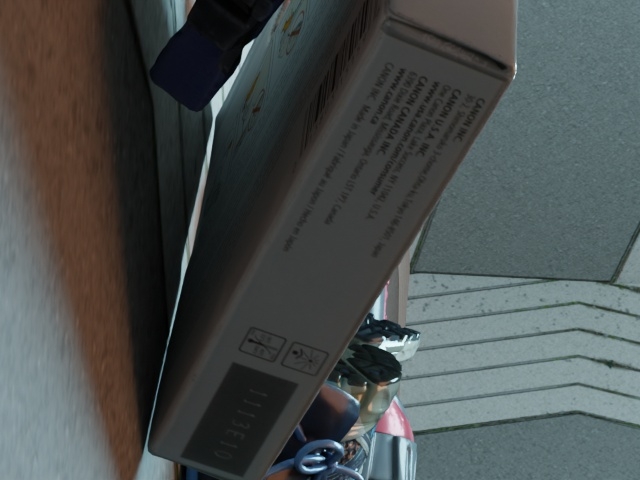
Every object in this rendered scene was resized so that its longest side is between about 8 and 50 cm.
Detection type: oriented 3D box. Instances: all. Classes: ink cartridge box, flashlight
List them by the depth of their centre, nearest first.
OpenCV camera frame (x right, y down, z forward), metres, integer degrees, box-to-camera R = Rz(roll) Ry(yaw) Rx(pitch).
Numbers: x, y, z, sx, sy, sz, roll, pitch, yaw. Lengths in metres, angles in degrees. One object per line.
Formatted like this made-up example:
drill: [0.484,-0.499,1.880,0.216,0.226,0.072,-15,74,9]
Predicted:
ink cartridge box: [0.007,-0.062,0.872,0.239,0.060,0.275,-81,-164,-47]
flashlight: [0.040,0.076,1.686,0.103,0.103,0.304,138,-40,-59]

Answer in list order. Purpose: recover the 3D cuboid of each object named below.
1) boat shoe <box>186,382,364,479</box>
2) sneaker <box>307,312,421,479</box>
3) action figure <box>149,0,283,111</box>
boat shoe: [-0.021,0.084,1.019,0.109,0.089,0.258,55,38,-82]
sneaker: [-0.009,0.106,1.277,0.283,0.110,0.122,-42,153,-80]
action figure: [-0.026,-0.227,0.760,0.341,0.178,0.330,-54,-170,36]
